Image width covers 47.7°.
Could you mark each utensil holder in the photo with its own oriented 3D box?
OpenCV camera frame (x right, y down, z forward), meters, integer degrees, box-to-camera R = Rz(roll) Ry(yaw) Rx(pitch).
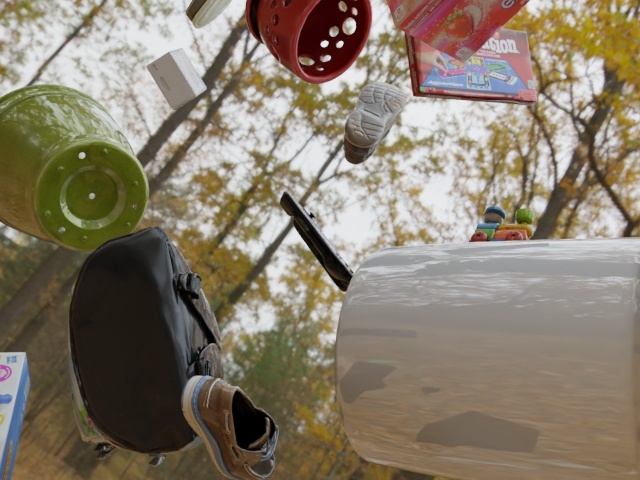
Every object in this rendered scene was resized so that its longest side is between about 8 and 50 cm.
[{"bbox_3d":[0.256,0.154,0.920,0.386,0.327,0.327,-1,-37,31],"label":"utensil holder"}]

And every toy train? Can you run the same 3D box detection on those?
[{"bbox_3d":[0.494,-0.017,1.753,0.248,0.143,0.105,0,-39,33],"label":"toy train"}]

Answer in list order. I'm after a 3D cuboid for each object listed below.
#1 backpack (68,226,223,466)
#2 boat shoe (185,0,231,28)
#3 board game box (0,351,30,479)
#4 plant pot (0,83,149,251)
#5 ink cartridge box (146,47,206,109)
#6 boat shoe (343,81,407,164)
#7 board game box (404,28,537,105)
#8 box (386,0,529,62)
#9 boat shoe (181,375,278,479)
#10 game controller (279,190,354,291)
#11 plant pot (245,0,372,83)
[{"bbox_3d":[-0.246,0.179,1.048,0.273,0.290,0.355,-15,-16,5],"label":"backpack"},{"bbox_3d":[-0.233,-0.655,1.756,0.091,0.305,0.109,39,3,1],"label":"boat shoe"},{"bbox_3d":[-0.631,0.311,1.111,0.302,0.308,0.086,1,-53,-12],"label":"board game box"},{"bbox_3d":[-0.548,-0.138,1.588,0.353,0.366,0.366,27,-18,51],"label":"plant pot"},{"bbox_3d":[-0.253,-0.288,1.283,0.088,0.052,0.122,59,11,-16],"label":"ink cartridge box"},{"bbox_3d":[0.140,-0.338,2.060,0.132,0.355,0.130,30,-47,7],"label":"boat shoe"},{"bbox_3d":[0.283,-0.331,1.345,0.281,0.145,0.027,-3,-9,-29],"label":"board game box"},{"bbox_3d":[0.227,-0.409,0.960,0.142,0.154,0.300,15,-41,-35],"label":"box"},{"bbox_3d":[-0.085,0.217,0.795,0.066,0.066,0.183,-1,-40,28],"label":"boat shoe"},{"bbox_3d":[0.000,0.000,1.780,0.319,0.067,0.166,52,-6,43],"label":"game controller"},{"bbox_3d":[-0.030,-0.403,1.310,0.174,0.191,0.191,39,-15,33],"label":"plant pot"}]
